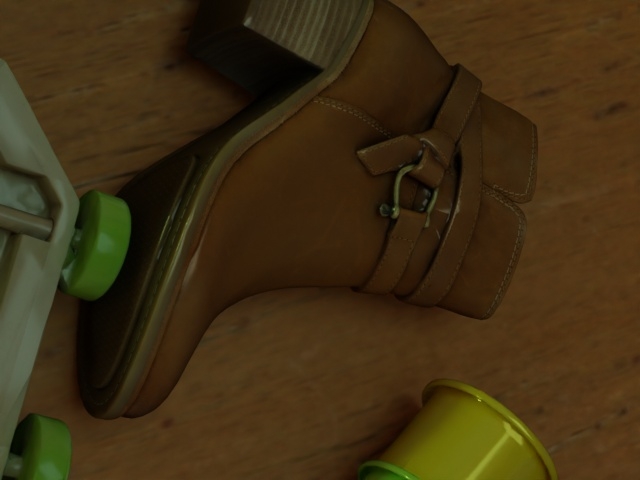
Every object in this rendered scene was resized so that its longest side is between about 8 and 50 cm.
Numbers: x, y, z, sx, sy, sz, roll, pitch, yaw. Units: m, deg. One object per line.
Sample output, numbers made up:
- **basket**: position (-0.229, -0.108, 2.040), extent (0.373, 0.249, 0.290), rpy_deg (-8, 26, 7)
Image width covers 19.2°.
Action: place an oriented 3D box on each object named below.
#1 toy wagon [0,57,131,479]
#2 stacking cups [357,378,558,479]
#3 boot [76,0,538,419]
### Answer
- **toy wagon**: position (-0.226, -0.014, 0.910), extent (0.267, 0.068, 0.344), rpy_deg (19, 80, -26)
- **stacking cups**: position (0.000, 0.213, 1.003), extent (0.316, 0.096, 0.096), rpy_deg (-46, 106, -26)
- **boot**: position (0.000, 0.000, 1.041), extent (0.220, 0.109, 0.283), rpy_deg (30, 65, -28)
